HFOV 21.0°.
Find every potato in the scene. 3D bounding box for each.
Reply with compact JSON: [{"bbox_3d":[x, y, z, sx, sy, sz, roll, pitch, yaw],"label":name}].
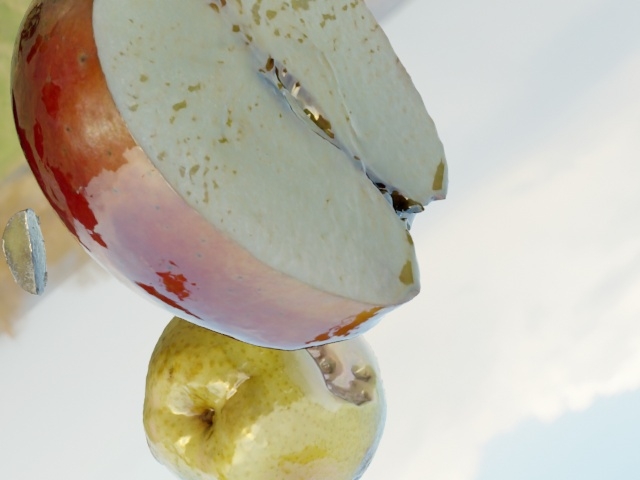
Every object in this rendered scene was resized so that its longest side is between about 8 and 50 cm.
[{"bbox_3d":[-0.312,0.011,1.813,0.036,0.093,0.037,-4,-168,12],"label":"potato"}]

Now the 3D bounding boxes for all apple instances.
[{"bbox_3d":[-0.054,-0.096,1.313,0.329,0.365,0.295,-47,-157,-10],"label":"apple"}]

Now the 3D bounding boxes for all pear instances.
[{"bbox_3d":[-0.062,0.167,1.819,0.271,0.271,0.271,-40,-176,4],"label":"pear"}]
